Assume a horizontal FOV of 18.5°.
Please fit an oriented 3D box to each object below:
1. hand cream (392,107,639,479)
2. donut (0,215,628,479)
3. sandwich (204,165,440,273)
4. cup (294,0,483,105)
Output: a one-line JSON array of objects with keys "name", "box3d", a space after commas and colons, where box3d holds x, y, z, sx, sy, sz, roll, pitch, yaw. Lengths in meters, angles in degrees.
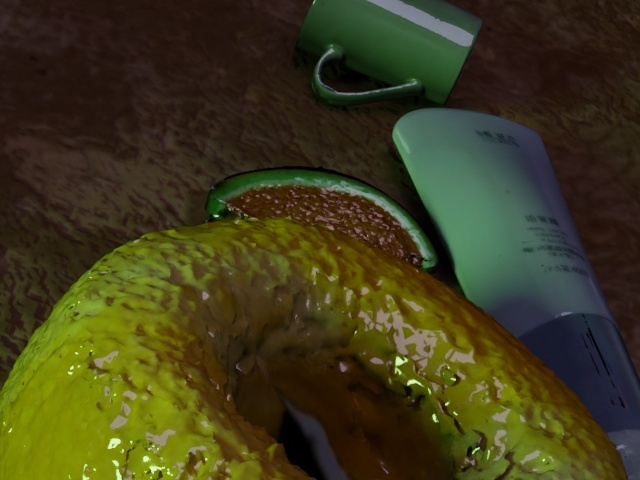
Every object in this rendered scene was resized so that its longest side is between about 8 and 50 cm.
[{"name": "hand cream", "box3d": [0.097, 0.024, 0.869, 0.079, 0.048, 0.255, 9, 37, -23]}, {"name": "donut", "box3d": [-0.003, 0.090, 0.700, 0.253, 0.118, 0.253, 22, 25, -11]}, {"name": "sandwich", "box3d": [-0.004, -0.002, 0.871, 0.101, 0.026, 0.069, -7, 50, -27]}, {"name": "cup", "box3d": [0.032, -0.101, 0.979, 0.083, 0.054, 0.075, 24, 37, 0]}]
